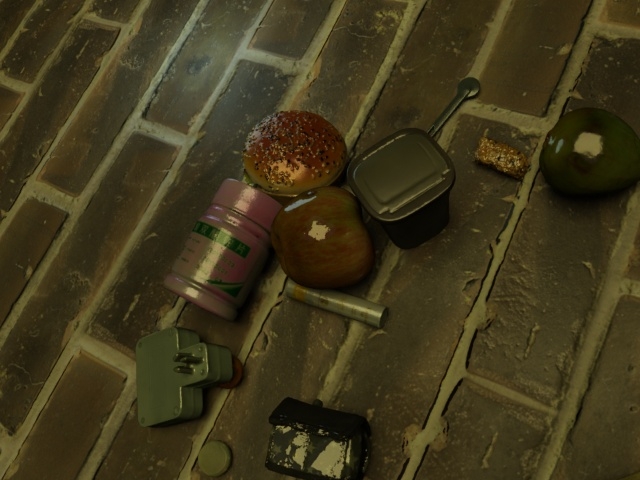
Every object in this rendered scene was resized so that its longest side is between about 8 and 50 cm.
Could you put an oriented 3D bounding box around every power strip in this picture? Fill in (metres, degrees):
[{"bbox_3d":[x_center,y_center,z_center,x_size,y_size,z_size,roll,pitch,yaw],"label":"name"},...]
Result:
[{"bbox_3d":[-0.360,0.327,1.420,0.261,0.141,0.230,-23,64,29],"label":"power strip"}]

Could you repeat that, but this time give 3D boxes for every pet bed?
[{"bbox_3d":[0.003,0.439,1.274,0.210,0.183,0.159,5,76,21],"label":"pet bed"}]

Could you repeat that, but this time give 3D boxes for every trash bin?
[{"bbox_3d":[0.207,-0.111,1.391,0.219,0.250,0.219,-31,63,3],"label":"trash bin"}]

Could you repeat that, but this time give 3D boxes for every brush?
[{"bbox_3d":[0.341,-0.340,1.572,0.062,0.027,0.266,40,88,27],"label":"brush"}]

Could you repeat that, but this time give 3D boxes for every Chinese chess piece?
[{"bbox_3d":[-0.256,0.530,1.396,0.084,0.034,0.084,-5,70,15],"label":"Chinese chess piece"}]

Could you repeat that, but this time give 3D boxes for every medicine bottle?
[{"bbox_3d":[-0.242,0.026,1.496,0.212,0.212,0.326,24,78,24],"label":"medicine bottle"}]

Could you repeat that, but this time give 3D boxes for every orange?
[{"bbox_3d":[-0.230,0.332,1.452,0.086,0.062,0.086,-9,72,30],"label":"orange"}]

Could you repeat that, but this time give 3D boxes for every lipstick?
[{"bbox_3d":[0.039,0.154,1.443,0.263,0.059,0.059,16,74,22],"label":"lipstick"}]

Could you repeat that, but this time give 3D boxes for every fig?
[{"bbox_3d":[0.629,-0.192,1.323,0.230,0.207,0.207,36,83,22],"label":"fig"}]

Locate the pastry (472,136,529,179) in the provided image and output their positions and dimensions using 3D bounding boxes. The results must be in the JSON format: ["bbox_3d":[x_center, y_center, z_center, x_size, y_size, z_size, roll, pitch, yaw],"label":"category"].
[{"bbox_3d":[0.461,-0.211,1.462,0.140,0.056,0.080,23,88,21],"label":"pastry"}]

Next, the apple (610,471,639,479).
[{"bbox_3d":[0.609,0.542,1.015,0.279,0.279,0.279,-6,67,15],"label":"apple"}]

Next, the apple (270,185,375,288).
[{"bbox_3d":[0.000,0.000,1.402,0.264,0.264,0.265,-6,67,15],"label":"apple"}]

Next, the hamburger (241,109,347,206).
[{"bbox_3d":[-0.074,-0.221,1.541,0.300,0.176,0.300,-4,53,6],"label":"hamburger"}]
